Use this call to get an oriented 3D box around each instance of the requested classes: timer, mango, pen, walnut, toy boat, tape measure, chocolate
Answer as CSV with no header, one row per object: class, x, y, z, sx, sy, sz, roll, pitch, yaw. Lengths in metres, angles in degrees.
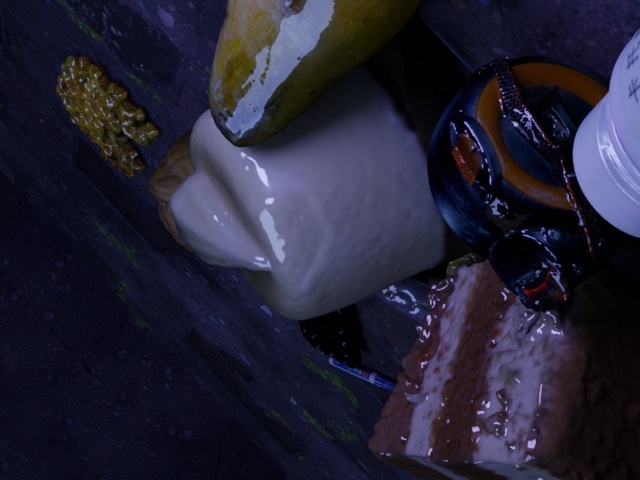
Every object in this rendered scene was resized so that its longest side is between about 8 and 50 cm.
timer,0.014,0.153,1.719,0.144,0.055,0.187,27,146,35
mango,0.000,-0.237,0.855,0.175,0.176,0.330,35,128,0
pen,0.088,0.270,1.809,0.204,0.025,0.025,17,143,49
walnut,-0.162,-0.081,1.427,0.228,0.228,0.228,37,155,21
toy boat,0.121,0.068,1.258,0.227,0.085,0.155,30,-166,10
tape measure,0.208,-0.067,0.831,0.223,0.202,0.135,51,154,11
chocolate,-0.008,-0.059,1.050,0.314,0.297,0.326,61,154,0

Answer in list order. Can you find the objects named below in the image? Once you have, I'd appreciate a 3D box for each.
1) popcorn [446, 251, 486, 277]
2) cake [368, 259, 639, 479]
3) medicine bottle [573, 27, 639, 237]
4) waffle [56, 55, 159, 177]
popcorn,0.208,0.035,1.141,0.109,0.089,0.096,24,147,-39
cake,0.250,0.168,0.968,0.282,0.256,0.290,28,155,-19
medicine bottle,0.307,-0.114,0.635,0.170,0.170,0.293,43,158,8
waffle,-0.450,-0.254,1.831,0.260,0.069,0.293,45,156,0
